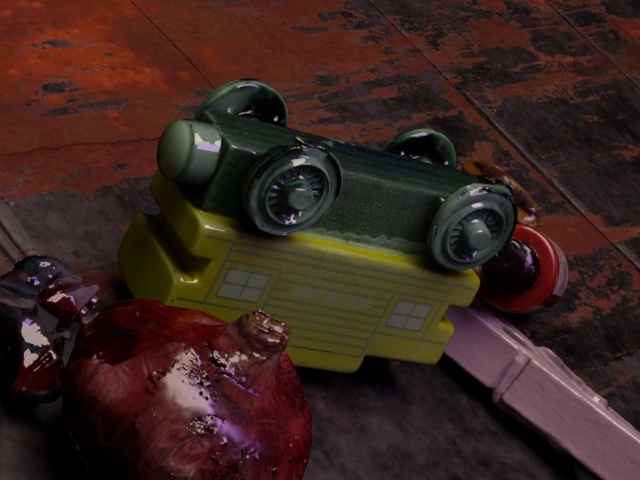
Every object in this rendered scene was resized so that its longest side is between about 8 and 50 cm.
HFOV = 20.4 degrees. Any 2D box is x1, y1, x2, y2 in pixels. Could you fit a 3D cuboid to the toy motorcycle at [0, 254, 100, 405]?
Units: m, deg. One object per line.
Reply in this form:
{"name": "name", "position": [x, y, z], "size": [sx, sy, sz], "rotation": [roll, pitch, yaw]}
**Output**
{"name": "toy motorcycle", "position": [-0.269, 0.082, 1.676], "size": [0.122, 0.082, 0.213], "rotation": [35, 32, 1]}

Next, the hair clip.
{"name": "hair clip", "position": [0.269, 0.189, 2.053], "size": [0.331, 0.085, 0.101], "rotation": [38, 15, 12]}

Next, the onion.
{"name": "onion", "position": [-0.106, 0.147, 1.613], "size": [0.252, 0.219, 0.252], "rotation": [36, 17, -13]}

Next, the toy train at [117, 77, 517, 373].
{"name": "toy train", "position": [0.000, 0.000, 1.871], "size": [0.442, 0.272, 0.179], "rotation": [12, 27, -35]}

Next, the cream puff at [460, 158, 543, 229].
{"name": "cream puff", "position": [0.221, -0.042, 2.308], "size": [0.133, 0.104, 0.119], "rotation": [43, -1, 0]}

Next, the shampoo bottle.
{"name": "shampoo bottle", "position": [0.235, 0.034, 2.111], "size": [0.104, 0.104, 0.278], "rotation": [42, 5, 11]}
